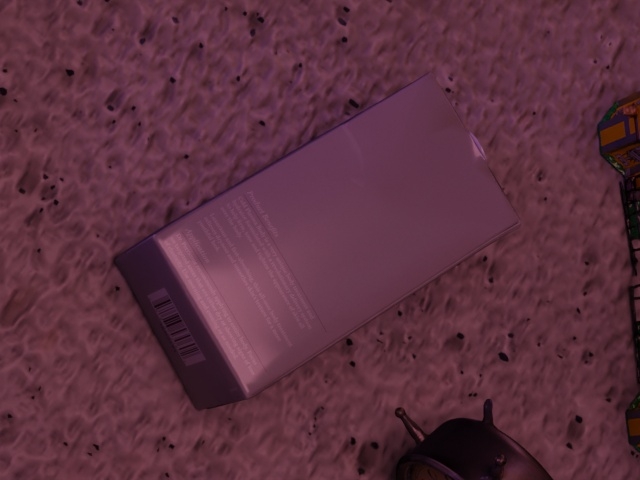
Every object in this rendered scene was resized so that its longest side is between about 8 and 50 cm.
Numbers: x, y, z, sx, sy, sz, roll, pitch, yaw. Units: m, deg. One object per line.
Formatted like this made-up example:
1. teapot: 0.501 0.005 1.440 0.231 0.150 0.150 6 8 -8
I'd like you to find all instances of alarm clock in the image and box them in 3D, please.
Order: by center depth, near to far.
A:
1. alarm clock: 0.120 0.195 1.195 0.064 0.129 0.192 -35 122 -25

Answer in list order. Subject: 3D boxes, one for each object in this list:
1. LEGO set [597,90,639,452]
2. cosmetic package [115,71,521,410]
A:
1. LEGO set: 0.344 0.011 1.266 0.255 0.192 0.331 7 78 -19
2. cosmetic package: 0.000 0.000 1.192 0.238 0.107 0.127 -30 92 -25
